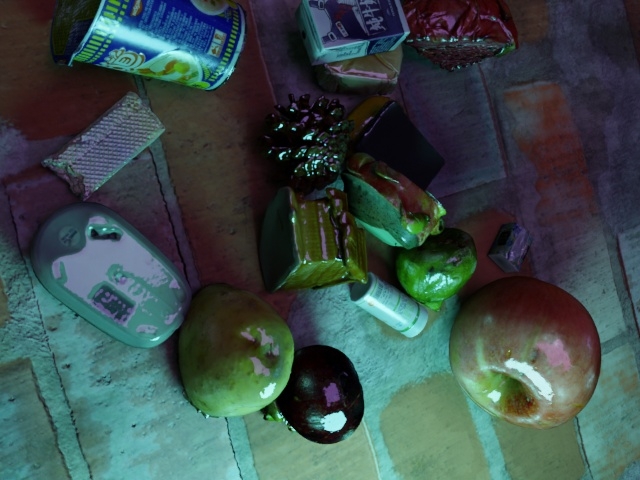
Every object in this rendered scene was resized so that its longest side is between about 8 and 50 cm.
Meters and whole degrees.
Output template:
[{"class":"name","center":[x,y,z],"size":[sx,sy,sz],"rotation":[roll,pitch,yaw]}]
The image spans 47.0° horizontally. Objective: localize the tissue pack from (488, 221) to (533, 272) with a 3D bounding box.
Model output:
[{"class":"tissue pack","center":[0.524,0.018,1.994],"size":[0.085,0.079,0.111],"rotation":[40,67,-21]}]

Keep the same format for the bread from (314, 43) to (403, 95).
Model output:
[{"class":"bread","center":[0.085,-0.447,1.751],"size":[0.210,0.110,0.192],"rotation":[-1,81,-19]}]

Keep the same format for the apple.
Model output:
[{"class":"apple","center":[0.503,0.262,1.802],"size":[0.364,0.364,0.363],"rotation":[4,83,-31]}]

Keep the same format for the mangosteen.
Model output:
[{"class":"mangosteen","center":[-0.014,0.328,1.572],"size":[0.216,0.216,0.215],"rotation":[4,83,-31]}]

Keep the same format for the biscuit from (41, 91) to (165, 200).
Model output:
[{"class":"biscuit","center":[-0.426,-0.188,1.459],"size":[0.108,0.062,0.239],"rotation":[50,62,-15]}]

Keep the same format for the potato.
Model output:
[{"class":"potato","center":[-0.158,0.225,1.490],"size":[0.243,0.243,0.285],"rotation":[19,73,-28]}]

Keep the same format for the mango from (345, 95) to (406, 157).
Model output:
[{"class":"mango","center":[0.125,-0.268,1.775],"size":[0.195,0.098,0.137],"rotation":[-43,120,-19]}]

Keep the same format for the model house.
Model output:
[{"class":"model house","center":[-0.002,0.000,1.613],"size":[0.229,0.220,0.199],"rotation":[0,75,-31]}]

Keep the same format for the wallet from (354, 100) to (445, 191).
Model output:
[{"class":"wallet","center":[0.196,-0.208,1.776],"size":[0.146,0.030,0.285],"rotation":[-50,134,1]}]

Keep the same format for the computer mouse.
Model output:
[{"class":"computer mouse","center":[-0.403,0.070,1.426],"size":[0.331,0.095,0.197],"rotation":[46,74,-24]}]

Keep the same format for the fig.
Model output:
[{"class":"fig","center":[0.283,0.096,1.791],"size":[0.203,0.203,0.235],"rotation":[-25,119,-31]}]

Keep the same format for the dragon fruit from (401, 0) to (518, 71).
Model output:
[{"class":"dragon fruit","center":[0.322,-0.519,1.847],"size":[0.330,0.302,0.240],"rotation":[-21,130,-39]}]

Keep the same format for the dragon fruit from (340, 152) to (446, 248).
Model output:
[{"class":"dragon fruit","center":[0.159,-0.082,1.686],"size":[0.295,0.268,0.130],"rotation":[37,79,-14]}]

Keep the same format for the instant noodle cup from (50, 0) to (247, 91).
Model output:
[{"class":"instant noodle cup","center":[-0.325,-0.430,1.444],"size":[0.313,0.284,0.283],"rotation":[14,78,-38]}]

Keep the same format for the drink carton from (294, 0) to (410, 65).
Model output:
[{"class":"drink carton","center":[0.068,-0.486,1.643],"size":[0.223,0.102,0.134],"rotation":[-16,87,-19]}]

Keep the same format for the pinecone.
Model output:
[{"class":"pinecone","center":[-0.032,-0.219,1.626],"size":[0.201,0.202,0.229],"rotation":[41,86,4]}]

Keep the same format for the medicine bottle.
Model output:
[{"class":"medicine bottle","center":[0.164,0.154,1.760],"size":[0.183,0.086,0.086],"rotation":[34,69,-23]}]
